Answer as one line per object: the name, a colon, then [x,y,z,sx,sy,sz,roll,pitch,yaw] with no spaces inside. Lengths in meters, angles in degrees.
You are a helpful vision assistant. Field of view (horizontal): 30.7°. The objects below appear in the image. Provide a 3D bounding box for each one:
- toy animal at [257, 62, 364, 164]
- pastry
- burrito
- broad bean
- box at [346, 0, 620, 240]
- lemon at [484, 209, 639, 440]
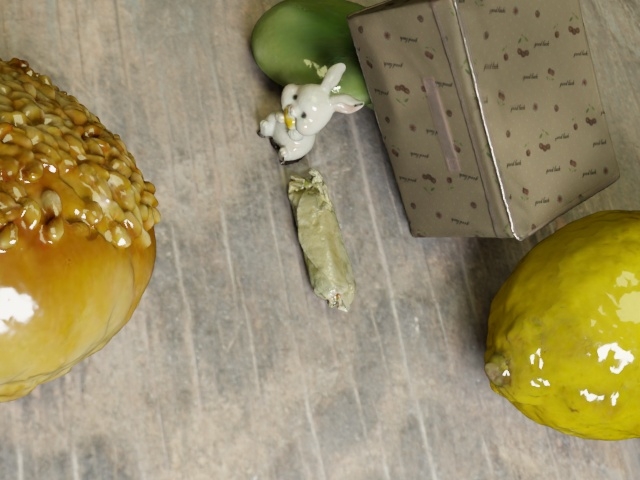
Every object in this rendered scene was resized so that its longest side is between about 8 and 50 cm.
toy animal: [-0.016,-0.150,1.401,0.085,0.124,0.071,-5,60,-30]
pastry: [-0.341,-0.036,1.052,0.409,0.245,0.409,21,26,-10]
burrito: [0.000,-0.001,1.371,0.058,0.045,0.188,-7,67,-21]
broad bean: [0.025,-0.243,1.493,0.228,0.100,0.169,0,56,-24]
box: [0.201,-0.176,1.408,0.225,0.190,0.297,-29,110,-36]
lemon: [0.341,0.096,1.340,0.316,0.285,0.285,12,52,-54]
